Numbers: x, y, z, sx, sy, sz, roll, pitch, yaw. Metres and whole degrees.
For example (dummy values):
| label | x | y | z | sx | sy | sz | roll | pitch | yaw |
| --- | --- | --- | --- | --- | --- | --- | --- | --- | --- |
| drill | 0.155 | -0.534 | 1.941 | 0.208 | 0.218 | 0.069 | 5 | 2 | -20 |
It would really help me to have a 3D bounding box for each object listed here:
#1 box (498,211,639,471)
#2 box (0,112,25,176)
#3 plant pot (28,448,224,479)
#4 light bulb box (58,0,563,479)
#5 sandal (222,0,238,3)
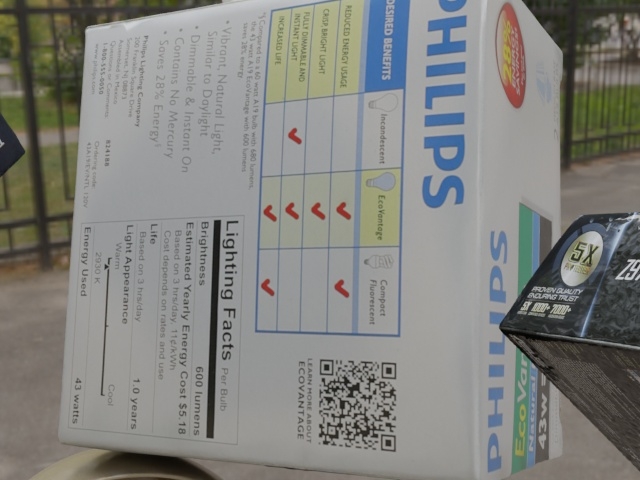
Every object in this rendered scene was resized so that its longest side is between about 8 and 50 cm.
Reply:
| label | x | y | z | sx | sy | sz | roll | pitch | yaw |
| --- | --- | --- | --- | --- | --- | --- | --- | --- | --- |
| box | 0.196 | 0.072 | 0.406 | 0.077 | 0.180 | 0.147 | -51 | 17 | -15 |
| box | -0.381 | -0.082 | 0.480 | 0.179 | 0.312 | 0.343 | -10 | 30 | 24 |
| plant pot | -0.188 | 0.302 | 0.827 | 0.284 | 0.284 | 0.191 | -6 | 14 | -18 |
| light bulb box | 0.000 | 0.000 | 0.752 | 0.361 | 0.358 | 0.225 | -1 | -7 | 28 |
| sandal | -0.075 | -0.362 | 1.040 | 0.102 | 0.416 | 0.169 | -42 | -26 | 30 |
